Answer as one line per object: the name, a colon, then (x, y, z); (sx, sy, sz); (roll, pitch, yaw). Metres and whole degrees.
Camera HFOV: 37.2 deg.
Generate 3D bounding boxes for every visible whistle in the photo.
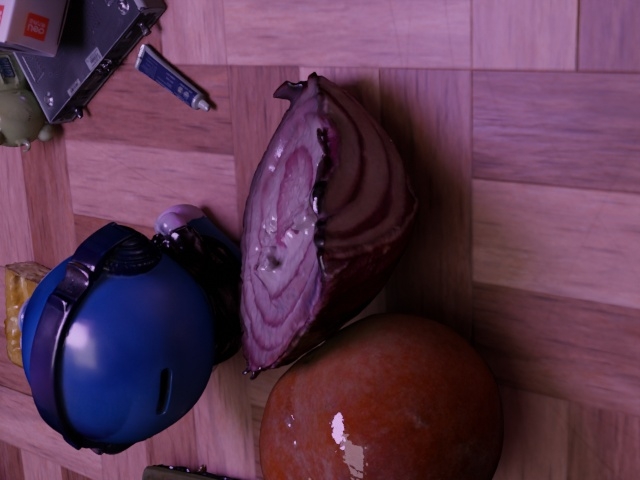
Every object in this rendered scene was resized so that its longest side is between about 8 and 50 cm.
whistle: (-0.462, -0.221, 1.362); (0.085, 0.105, 0.227); (-48, 64, 46)

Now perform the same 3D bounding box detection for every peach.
peach: (0.062, 0.202, 0.977); (0.252, 0.252, 0.252); (13, 111, 36)

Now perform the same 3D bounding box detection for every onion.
onion: (0.000, 0.000, 1.014); (0.280, 0.146, 0.314); (121, 151, -47)

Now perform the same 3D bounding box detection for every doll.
doll: (-0.213, 0.104, 1.124); (0.240, 0.310, 0.284); (22, 116, 30)

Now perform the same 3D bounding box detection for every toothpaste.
toothpaste: (-0.186, -0.201, 1.199); (0.140, 0.021, 0.037); (39, 117, 26)

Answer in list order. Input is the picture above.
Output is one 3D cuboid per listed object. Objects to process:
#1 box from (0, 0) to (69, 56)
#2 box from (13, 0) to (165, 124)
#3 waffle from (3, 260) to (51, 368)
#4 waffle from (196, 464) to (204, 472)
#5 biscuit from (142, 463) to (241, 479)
box: (-0.438, -0.325, 1.255); (0.269, 0.079, 0.135); (15, 92, 40)
box: (-0.329, -0.299, 1.268); (0.270, 0.045, 0.211); (-35, 79, 40)
waffle: (-0.381, 0.143, 1.436); (0.274, 0.057, 0.168); (18, 114, 34)
waffle: (-0.217, 0.402, 1.405); (0.125, 0.032, 0.191); (12, 108, 40)
biscuit: (-0.122, 0.373, 1.291); (0.322, 0.038, 0.099); (5, 103, 30)
